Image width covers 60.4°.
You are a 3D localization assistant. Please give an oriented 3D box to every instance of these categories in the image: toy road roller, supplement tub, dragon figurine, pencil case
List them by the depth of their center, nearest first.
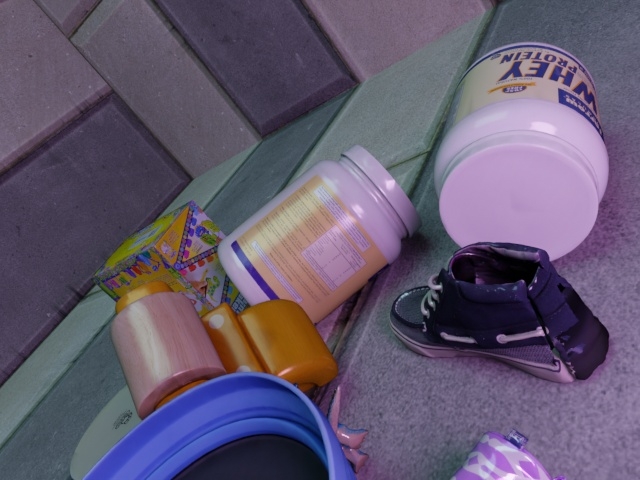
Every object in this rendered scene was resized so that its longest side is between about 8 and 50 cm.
[{"bbox_3d":[0.137,0.277,0.505,0.206,0.086,0.088,-47,46,-15],"label":"pencil case"},{"bbox_3d":[-0.022,0.235,0.676,0.144,0.289,0.085,27,65,25],"label":"dragon figurine"},{"bbox_3d":[-0.119,0.173,0.802,0.240,0.329,0.202,-32,56,-6],"label":"toy road roller"},{"bbox_3d":[0.302,-0.139,0.840,0.235,0.235,0.325,-23,27,35],"label":"supplement tub"},{"bbox_3d":[0.000,0.000,1.046,0.331,0.241,0.241,-39,22,1],"label":"supplement tub"}]

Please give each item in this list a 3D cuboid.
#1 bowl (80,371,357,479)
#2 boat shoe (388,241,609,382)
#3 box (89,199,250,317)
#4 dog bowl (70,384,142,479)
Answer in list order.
[{"bbox_3d":[-0.129,0.288,0.446,0.391,0.077,0.391,-31,26,17],"label":"bowl"},{"bbox_3d":[0.184,0.071,0.720,0.127,0.158,0.340,-50,24,-25],"label":"boat shoe"},{"bbox_3d":[-0.352,0.098,1.369,0.290,0.279,0.177,-21,28,37],"label":"box"},{"bbox_3d":[-0.340,0.369,1.053,0.265,0.104,0.265,-33,23,16],"label":"dog bowl"}]
